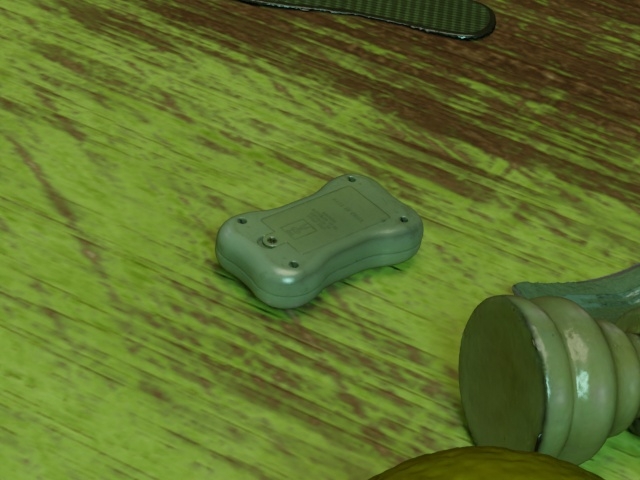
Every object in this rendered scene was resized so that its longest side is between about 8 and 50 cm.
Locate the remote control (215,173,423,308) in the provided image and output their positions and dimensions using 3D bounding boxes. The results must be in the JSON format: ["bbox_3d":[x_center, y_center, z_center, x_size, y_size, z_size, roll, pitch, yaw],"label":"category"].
[{"bbox_3d":[0.000,0.000,0.956,0.122,0.032,0.074,-22,45,-33],"label":"remote control"}]

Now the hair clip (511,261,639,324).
[{"bbox_3d":[0.177,0.031,0.956,0.137,0.022,0.054,-13,40,-26],"label":"hair clip"}]

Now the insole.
[{"bbox_3d":[0.011,-0.192,1.245,0.253,0.005,0.086,12,37,5],"label":"insole"}]

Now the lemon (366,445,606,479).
[{"bbox_3d":[0.064,0.179,0.600,0.186,0.187,0.244,5,41,-4],"label":"lemon"}]

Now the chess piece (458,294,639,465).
[{"bbox_3d":[0.167,0.074,0.852,0.170,0.094,0.094,0,36,-23],"label":"chess piece"}]
